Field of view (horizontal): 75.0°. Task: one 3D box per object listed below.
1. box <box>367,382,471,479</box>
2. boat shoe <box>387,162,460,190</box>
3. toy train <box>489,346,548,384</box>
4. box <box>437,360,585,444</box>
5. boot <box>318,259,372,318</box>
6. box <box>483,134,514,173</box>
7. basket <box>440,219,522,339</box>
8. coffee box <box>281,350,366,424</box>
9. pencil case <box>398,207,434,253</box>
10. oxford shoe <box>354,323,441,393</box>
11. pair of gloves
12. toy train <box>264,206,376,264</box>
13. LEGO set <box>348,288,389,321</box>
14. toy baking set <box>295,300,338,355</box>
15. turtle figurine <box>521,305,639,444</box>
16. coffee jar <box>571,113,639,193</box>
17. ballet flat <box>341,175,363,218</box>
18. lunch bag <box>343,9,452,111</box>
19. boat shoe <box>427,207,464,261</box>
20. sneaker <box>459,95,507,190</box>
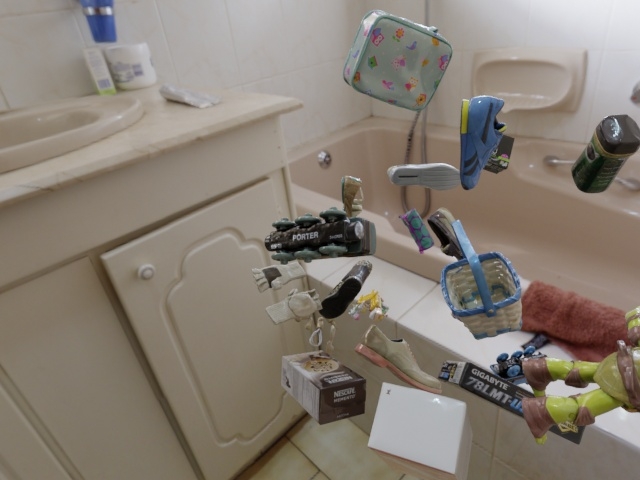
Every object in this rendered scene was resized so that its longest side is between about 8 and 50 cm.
[{"bbox_3d":[0.287,0.545,1.140,0.215,0.345,0.168,5,56,27],"label":"box"},{"bbox_3d":[0.415,-0.268,1.668,0.302,0.109,0.094,3,27,-10],"label":"boat shoe"},{"bbox_3d":[0.609,0.393,1.276,0.184,0.105,0.080,-8,32,-14],"label":"toy train"},{"bbox_3d":[0.485,0.415,1.115,0.295,0.293,0.073,24,80,12],"label":"box"},{"bbox_3d":[0.100,0.183,1.566,0.085,0.236,0.178,41,34,2],"label":"boot"},{"bbox_3d":[0.435,-0.219,1.041,0.062,0.083,0.052,18,-8,-5],"label":"box"},{"bbox_3d":[0.432,0.112,1.146,0.201,0.289,0.255,-16,25,15],"label":"basket"},{"bbox_3d":[0.003,0.479,1.398,0.168,0.119,0.297,-1,5,-29],"label":"coffee box"},{"bbox_3d":[0.340,-0.035,1.466,0.070,0.152,0.064,-36,7,-38],"label":"pencil case"},{"bbox_3d":[0.333,0.476,1.652,0.147,0.397,0.140,-60,12,-15],"label":"oxford shoe"},{"bbox_3d":[-0.115,0.172,1.449,0.204,0.042,0.240,-9,51,-29],"label":"pair of gloves"},{"bbox_3d":[0.000,0.000,1.203,0.334,0.142,0.190,-9,-15,36],"label":"toy train"},{"bbox_3d":[0.227,0.282,1.685,0.132,0.107,0.287,-52,10,-15],"label":"LEGO set"},{"bbox_3d":[-0.013,0.327,1.645,0.256,0.030,0.196,52,34,10],"label":"toy baking set"},{"bbox_3d":[0.341,0.170,0.458,0.217,0.087,0.270,-26,31,36],"label":"turtle figurine"},{"bbox_3d":[0.655,-0.196,0.960,0.079,0.184,0.096,-4,61,7],"label":"coffee jar"},{"bbox_3d":[0.096,-0.110,1.269,0.067,0.206,0.073,4,55,5],"label":"ballet flat"},{"bbox_3d":[0.219,-0.500,1.167,0.279,0.224,0.108,8,29,-26],"label":"lunch bag"},{"bbox_3d":[0.497,0.016,1.577,0.092,0.285,0.103,-29,1,-11],"label":"boat shoe"},{"bbox_3d":[0.312,-0.178,0.806,0.082,0.209,0.069,3,48,19],"label":"sneaker"}]
